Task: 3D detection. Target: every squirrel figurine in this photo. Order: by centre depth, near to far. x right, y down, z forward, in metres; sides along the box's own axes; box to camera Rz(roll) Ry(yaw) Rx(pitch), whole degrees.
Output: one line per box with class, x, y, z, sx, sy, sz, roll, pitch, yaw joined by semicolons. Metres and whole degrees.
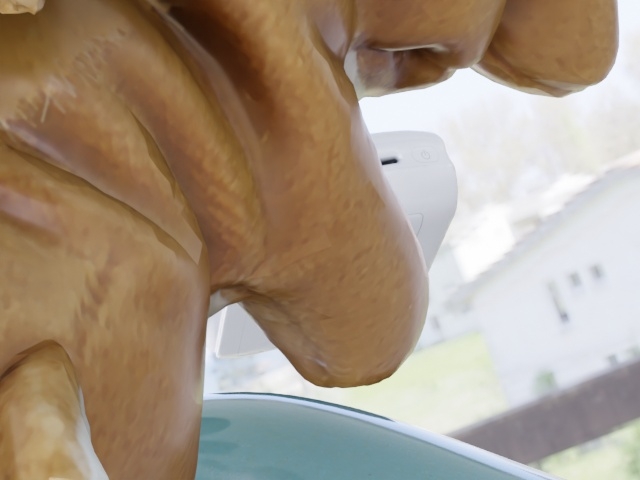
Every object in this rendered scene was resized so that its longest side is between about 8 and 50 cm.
squirrel figurine;-0.095;-0.071;0.474;0.281;0.397;0.370;7;47;22

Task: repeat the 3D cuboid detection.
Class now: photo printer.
photo printer;0.000;0.000;1.619;0.256;0.107;0.307;-14;-23;-14

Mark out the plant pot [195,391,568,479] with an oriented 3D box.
plant pot;-0.019;0.211;0.816;0.293;0.235;0.293;-58;-16;-26
